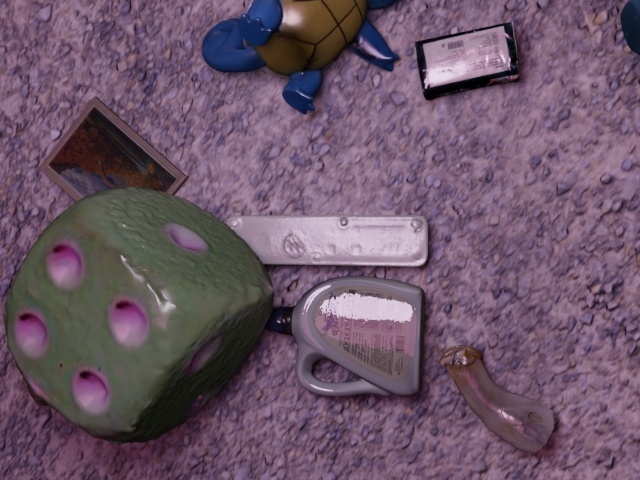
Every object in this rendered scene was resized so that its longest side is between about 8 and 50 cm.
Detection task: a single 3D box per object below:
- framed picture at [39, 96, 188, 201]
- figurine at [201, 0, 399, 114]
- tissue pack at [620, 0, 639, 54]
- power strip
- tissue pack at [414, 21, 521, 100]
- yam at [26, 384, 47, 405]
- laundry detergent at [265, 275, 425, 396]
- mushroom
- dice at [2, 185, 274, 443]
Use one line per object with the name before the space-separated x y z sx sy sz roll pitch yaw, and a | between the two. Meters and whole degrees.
framed picture | -0.401 -0.131 1.542 0.250 0.016 0.184 42 96 9
figurine | -0.016 -0.376 1.387 0.416 0.243 0.298 -28 127 12
tissue pack | 0.621 -0.294 1.254 0.206 0.198 0.287 -24 83 11
power strip | 0.000 0.000 1.439 0.385 0.062 0.091 0 90 10
tissue pack | 0.254 -0.309 1.381 0.170 0.090 0.103 -9 87 12
yam | -0.478 0.237 1.526 0.169 0.068 0.068 -40 82 5
laundry detergent | 0.039 0.168 1.407 0.281 0.105 0.214 2 91 10
mushroom | 0.295 0.268 1.371 0.223 0.081 0.092 41 115 11
dice | -0.297 0.121 1.339 0.322 0.318 0.330 38 111 16
